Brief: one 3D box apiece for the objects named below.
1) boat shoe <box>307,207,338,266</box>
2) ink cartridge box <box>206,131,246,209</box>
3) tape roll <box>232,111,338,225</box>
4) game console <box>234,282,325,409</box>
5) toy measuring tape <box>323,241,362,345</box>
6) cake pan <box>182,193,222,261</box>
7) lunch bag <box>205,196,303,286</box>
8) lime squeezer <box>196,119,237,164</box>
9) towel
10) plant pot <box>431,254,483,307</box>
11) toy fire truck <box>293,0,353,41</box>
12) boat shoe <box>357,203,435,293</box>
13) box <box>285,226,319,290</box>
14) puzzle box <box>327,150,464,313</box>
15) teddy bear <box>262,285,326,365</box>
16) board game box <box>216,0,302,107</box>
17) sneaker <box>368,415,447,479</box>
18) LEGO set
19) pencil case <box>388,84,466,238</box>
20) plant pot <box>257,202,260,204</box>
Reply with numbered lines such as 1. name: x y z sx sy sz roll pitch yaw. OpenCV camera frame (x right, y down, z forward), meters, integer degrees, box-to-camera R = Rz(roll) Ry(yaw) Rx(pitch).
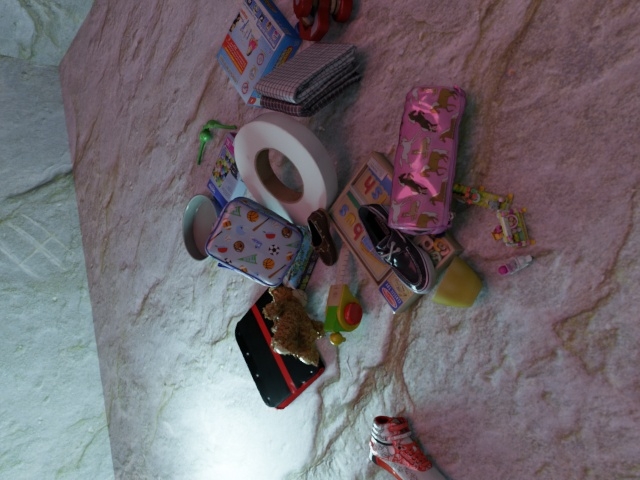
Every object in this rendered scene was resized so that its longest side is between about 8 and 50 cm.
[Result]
1. boat shoe: 0.000 0.000 1.679 0.073 0.073 0.207 7 126 37
2. ink cartridge box: -0.366 -0.256 2.122 0.186 0.065 0.311 48 125 35
3. tape roll: -0.118 -0.225 1.714 0.391 0.072 0.392 28 141 25
4. game console: -0.162 0.392 1.934 0.342 0.060 0.387 -47 59 30
5. toy measuring tape: 0.086 0.170 1.654 0.121 0.121 0.331 -9 62 46
6. cake pan: -0.503 -0.054 2.271 0.293 0.054 0.294 1 92 46
7. lunch bag: -0.226 0.007 1.755 0.303 0.115 0.243 28 100 -5
8. lime squeezer: -0.461 -0.443 2.234 0.310 0.059 0.110 -31 99 40
9. towel: -0.034 -0.500 1.641 0.235 0.283 0.121 28 152 48
10. plant pot: 0.356 0.117 1.342 0.095 0.134 0.134 28 113 15
11. toy fire truck: -0.023 -0.789 1.705 0.254 0.169 0.303 169 98 -70
12. boat shoe: 0.197 0.017 1.427 0.108 0.102 0.301 -46 59 33
13. box: -0.064 0.059 1.828 0.114 0.036 0.207 40 118 38
14. puzzle box: 0.196 -0.028 1.537 0.272 0.052 0.409 -54 55 30
15. teddy bear: -0.081 0.260 1.697 0.245 0.338 0.113 30 113 -5
16. board game box: -0.237 -0.713 1.958 0.302 0.086 0.308 -52 56 34
17. sneaker: 0.245 0.593 1.480 0.270 0.090 0.145 12 102 48
18. LEGO set: 0.413 -0.058 1.279 0.132 0.107 0.287 -48 58 35
19. pencil case: 0.275 -0.204 1.350 0.160 0.167 0.387 120 157 -85
20. plant pot: -0.262 -0.028 1.935 0.188 0.205 0.205 -2 89 61
